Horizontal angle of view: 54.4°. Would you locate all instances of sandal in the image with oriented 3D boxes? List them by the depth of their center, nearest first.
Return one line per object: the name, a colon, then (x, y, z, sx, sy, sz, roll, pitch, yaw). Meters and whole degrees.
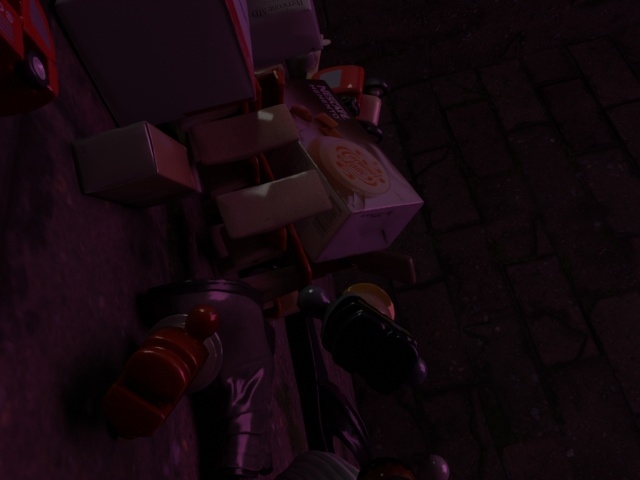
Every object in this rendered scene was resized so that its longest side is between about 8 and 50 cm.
sandal: (0.031, 0.342, 1.217, 0.167, 0.107, 0.445, 48, 29, -82)

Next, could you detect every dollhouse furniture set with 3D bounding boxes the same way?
dollhouse furniture set: (-0.061, -0.059, 0.669, 0.262, 0.135, 0.259, 100, -31, -64)

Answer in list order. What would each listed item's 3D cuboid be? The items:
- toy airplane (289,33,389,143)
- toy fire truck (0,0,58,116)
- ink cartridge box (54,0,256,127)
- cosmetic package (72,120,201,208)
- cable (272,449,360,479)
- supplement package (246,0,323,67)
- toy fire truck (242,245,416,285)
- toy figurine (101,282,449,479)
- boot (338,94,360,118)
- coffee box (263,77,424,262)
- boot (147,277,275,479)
toy airplane: (-0.047, -0.270, 1.439, 0.384, 0.272, 0.386, -64, -156, 23)
toy fire truck: (-0.187, -0.159, 0.279, 0.192, 0.047, 0.135, 68, 8, -68)
ink cartridge box: (-0.137, -0.211, 0.560, 0.127, 0.128, 0.176, 72, 6, -48)
cosmetic package: (-0.141, -0.056, 0.497, 0.115, 0.060, 0.041, 19, 56, -83)
cable: (0.029, 0.337, 0.621, 0.257, 0.089, 0.257, 19, -52, 57)
supplement package: (-0.117, -0.334, 0.782, 0.149, 0.194, 0.203, 9, 68, -85)
toy fire truck: (0.000, 0.000, 0.925, 0.217, 0.246, 0.158, 73, 5, -46)
toy figurine: (-0.024, 0.138, 0.424, 0.148, 0.210, 0.213, -164, -118, -88)
boot: (-0.049, -0.199, 1.024, 0.263, 0.229, 0.091, -78, 155, -81)
coffee box: (-0.001, -0.101, 0.828, 0.246, 0.141, 0.098, 56, -49, 25)
boot: (-0.082, 0.139, 0.572, 0.246, 0.084, 0.161, 65, 18, -64)
